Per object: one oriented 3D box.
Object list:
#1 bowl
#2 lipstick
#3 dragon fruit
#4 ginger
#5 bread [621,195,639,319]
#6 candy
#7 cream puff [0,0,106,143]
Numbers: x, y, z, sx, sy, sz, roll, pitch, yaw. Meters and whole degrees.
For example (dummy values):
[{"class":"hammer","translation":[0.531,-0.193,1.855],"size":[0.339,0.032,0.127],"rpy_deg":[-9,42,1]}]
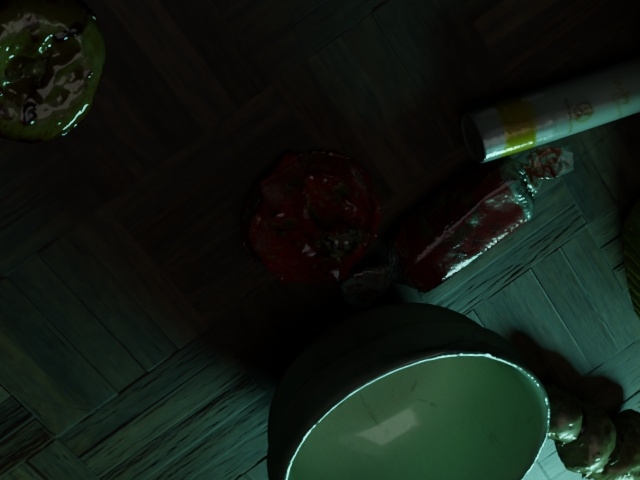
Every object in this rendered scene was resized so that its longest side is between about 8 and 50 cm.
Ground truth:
[{"class":"bowl","translation":[0.077,0.187,1.670],"size":[0.307,0.163,0.307],"rpy_deg":[-13,130,-16]},{"class":"lipstick","translation":[0.277,-0.145,1.617],"size":[0.264,0.059,0.059],"rpy_deg":[-18,126,-13]},{"class":"dragon fruit","translation":[0.000,0.000,1.557],"size":[0.153,0.111,0.153],"rpy_deg":[-9,123,-14]},{"class":"ginger","translation":[0.321,0.234,1.871],"size":[0.204,0.080,0.104],"rpy_deg":[26,75,-35]},{"class":"bread","translation":[0.466,0.024,1.762],"size":[0.227,0.142,0.253],"rpy_deg":[-31,131,-4]},{"class":"candy","translation":[0.147,-0.017,1.642],"size":[0.292,0.059,0.086],"rpy_deg":[-36,130,3]},{"class":"cream puff","translation":[-0.259,-0.158,1.354],"size":[0.149,0.084,0.149],"rpy_deg":[-14,125,-21]}]
